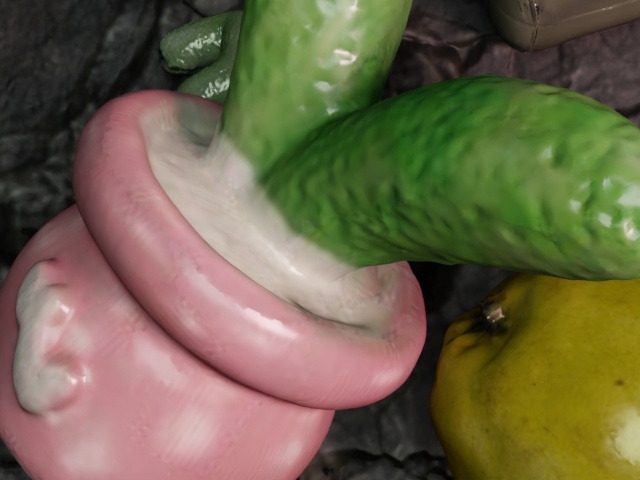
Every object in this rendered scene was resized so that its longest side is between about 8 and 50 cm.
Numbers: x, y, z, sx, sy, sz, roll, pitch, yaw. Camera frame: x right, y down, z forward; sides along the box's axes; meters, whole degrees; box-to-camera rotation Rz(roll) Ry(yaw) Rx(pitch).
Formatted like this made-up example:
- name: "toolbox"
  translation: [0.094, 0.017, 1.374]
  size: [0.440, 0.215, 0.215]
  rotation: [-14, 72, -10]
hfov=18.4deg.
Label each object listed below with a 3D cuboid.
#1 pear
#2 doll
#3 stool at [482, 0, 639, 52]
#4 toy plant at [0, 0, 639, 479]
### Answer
- name: "pear"
  translation: [0.183, 0.116, 1.041]
  size: [0.269, 0.212, 0.212]
  rotation: [36, 87, -8]
- name: "doll"
  translation: [-0.020, -0.115, 1.143]
  size: [0.150, 0.077, 0.115]
  rotation: [-20, 47, 10]
- name: "stool"
  translation: [0.145, -0.161, 1.124]
  size: [0.110, 0.096, 0.096]
  rotation: [-13, 85, -5]
- name: "toy plant"
  translation: [-0.006, 0.003, 0.998]
  size: [0.356, 0.211, 0.317]
  rotation: [-46, 55, 20]
